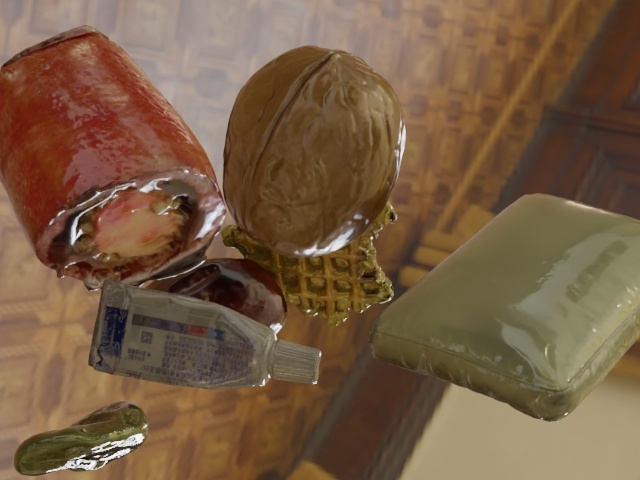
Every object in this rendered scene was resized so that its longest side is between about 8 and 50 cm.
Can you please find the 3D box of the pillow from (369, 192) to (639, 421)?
[{"bbox_3d":[0.236,0.061,1.461,0.322,0.255,0.119,-36,131,-37],"label":"pillow"}]

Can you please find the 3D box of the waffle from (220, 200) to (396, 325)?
[{"bbox_3d":[-0.001,0.001,1.970,0.051,0.291,0.291,-62,152,-53],"label":"waffle"}]

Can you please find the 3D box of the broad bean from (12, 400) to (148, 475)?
[{"bbox_3d":[-0.297,0.258,1.704,0.072,0.153,0.207,63,18,5],"label":"broad bean"}]

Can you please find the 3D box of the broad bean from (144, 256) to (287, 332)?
[{"bbox_3d":[-0.163,0.103,1.974,0.122,0.229,0.156,64,16,-61],"label":"broad bean"}]

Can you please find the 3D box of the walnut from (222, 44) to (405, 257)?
[{"bbox_3d":[-0.008,-0.082,1.226,0.167,0.167,0.207,-37,150,-49],"label":"walnut"}]

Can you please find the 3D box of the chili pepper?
[{"bbox_3d":[-0.288,-0.100,1.699,0.251,0.305,0.229,-28,143,-16],"label":"chili pepper"}]

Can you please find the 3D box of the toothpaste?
[{"bbox_3d":[-0.138,0.128,1.603,0.068,0.283,0.099,85,18,-58],"label":"toothpaste"}]
